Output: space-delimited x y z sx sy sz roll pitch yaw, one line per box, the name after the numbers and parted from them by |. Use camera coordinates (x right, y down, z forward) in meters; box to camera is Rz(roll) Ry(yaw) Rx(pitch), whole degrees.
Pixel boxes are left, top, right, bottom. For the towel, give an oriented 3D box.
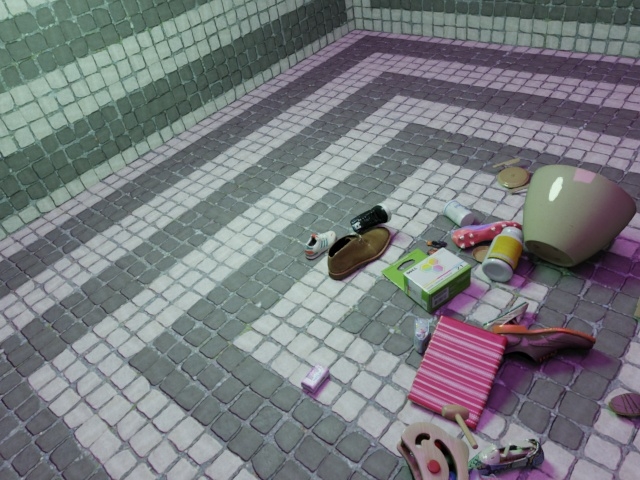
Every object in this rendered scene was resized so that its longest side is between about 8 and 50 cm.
0.381 0.354 1.374 0.199 0.031 0.275 17 65 28 | towel

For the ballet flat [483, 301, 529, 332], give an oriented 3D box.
0.570 0.243 1.503 0.168 0.057 0.052 -25 69 -10 | ballet flat

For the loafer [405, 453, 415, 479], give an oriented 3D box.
0.245 0.586 1.151 0.078 0.076 0.223 -14 43 -14 | loafer

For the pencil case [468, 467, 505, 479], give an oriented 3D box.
0.448 0.589 1.072 0.273 0.124 0.113 9 88 25 | pencil case

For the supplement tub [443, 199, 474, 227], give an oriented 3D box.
0.527 -0.102 1.891 0.071 0.071 0.107 -25 41 -15 | supplement tub

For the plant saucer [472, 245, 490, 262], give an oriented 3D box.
0.577 0.053 1.740 0.083 0.015 0.083 -7 41 6 | plant saucer

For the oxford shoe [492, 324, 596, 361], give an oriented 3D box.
0.630 0.300 1.401 0.271 0.097 0.098 0 66 15 | oxford shoe

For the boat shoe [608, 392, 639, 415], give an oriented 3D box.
0.807 0.412 1.249 0.153 0.048 0.056 -15 52 6 | boat shoe

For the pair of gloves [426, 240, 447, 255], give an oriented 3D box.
0.425 0.029 1.809 0.074 0.010 0.083 1 39 13 | pair of gloves

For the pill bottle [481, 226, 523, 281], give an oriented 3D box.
0.619 0.042 1.664 0.103 0.103 0.184 17 53 30 | pill bottle

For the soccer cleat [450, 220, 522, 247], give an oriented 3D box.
0.597 -0.033 1.791 0.248 0.083 0.095 -13 28 -1 | soccer cleat

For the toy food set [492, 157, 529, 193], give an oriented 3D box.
0.796 -0.255 2.037 0.132 0.038 0.192 -15 45 7 | toy food set

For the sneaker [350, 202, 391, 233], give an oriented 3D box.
0.183 -0.072 1.883 0.121 0.079 0.217 -31 2 -14 | sneaker

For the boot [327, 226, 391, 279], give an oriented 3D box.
0.146 0.017 1.814 0.305 0.115 0.112 -34 40 -28 | boot

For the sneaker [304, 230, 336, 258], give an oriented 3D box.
0.000 0.000 1.897 0.057 0.075 0.161 27 54 37 | sneaker

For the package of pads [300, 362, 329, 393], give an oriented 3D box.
-0.016 0.406 1.461 0.050 0.032 0.083 21 50 31 | package of pads

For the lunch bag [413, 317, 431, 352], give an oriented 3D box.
0.305 0.288 1.489 0.053 0.071 0.083 3 40 11 | lunch bag

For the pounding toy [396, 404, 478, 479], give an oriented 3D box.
0.252 0.480 1.094 0.154 0.155 0.269 10 49 6 | pounding toy

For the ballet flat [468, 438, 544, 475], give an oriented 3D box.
0.441 0.515 1.193 0.188 0.070 0.070 -11 40 -3 | ballet flat

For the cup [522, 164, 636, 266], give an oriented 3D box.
0.803 -0.055 1.619 0.331 0.331 0.237 26 80 36 | cup

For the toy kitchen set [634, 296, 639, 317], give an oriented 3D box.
0.969 0.191 1.446 0.075 0.083 0.068 20 8 32 | toy kitchen set

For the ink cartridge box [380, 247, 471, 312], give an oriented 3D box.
0.349 0.100 1.679 0.189 0.097 0.255 -30 44 -20 | ink cartridge box
